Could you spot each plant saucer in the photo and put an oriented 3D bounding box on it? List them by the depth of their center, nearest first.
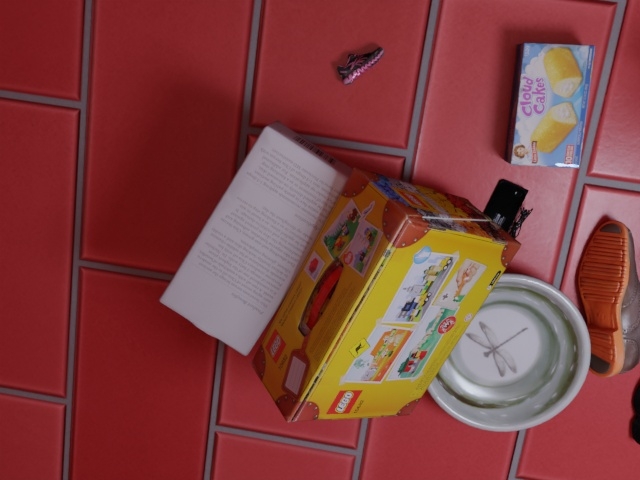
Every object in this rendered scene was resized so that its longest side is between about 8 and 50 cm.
[{"bbox_3d":[0.435,0.260,1.644,0.400,0.100,0.400,1,104,6],"label":"plant saucer"}]

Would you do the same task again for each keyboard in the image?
[{"bbox_3d":[0.432,-0.041,1.614,0.100,0.038,0.192,30,107,22],"label":"keyboard"}]

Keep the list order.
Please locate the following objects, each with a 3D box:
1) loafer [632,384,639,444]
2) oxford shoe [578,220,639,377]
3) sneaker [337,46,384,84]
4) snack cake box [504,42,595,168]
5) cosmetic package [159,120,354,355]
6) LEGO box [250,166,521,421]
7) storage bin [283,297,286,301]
[{"bbox_3d":[0.810,0.419,1.672,0.061,0.062,0.170,-4,108,-16],"label":"loafer"},{"bbox_3d":[0.697,0.133,1.597,0.132,0.130,0.364,-3,99,-25],"label":"oxford shoe"},{"bbox_3d":[0.089,-0.409,1.552,0.119,0.047,0.057,-35,86,11],"label":"sneaker"},{"bbox_3d":[0.503,-0.298,1.509,0.152,0.089,0.264,3,103,4],"label":"snack cake box"},{"bbox_3d":[-0.128,-0.007,1.481,0.230,0.161,0.453,33,104,-3],"label":"cosmetic package"},{"bbox_3d":[0.136,0.137,1.456,0.372,0.193,0.500,10,117,-40],"label":"LEGO box"},{"bbox_3d":[0.000,0.000,1.616,0.262,0.123,0.260,-16,102,9],"label":"storage bin"}]
